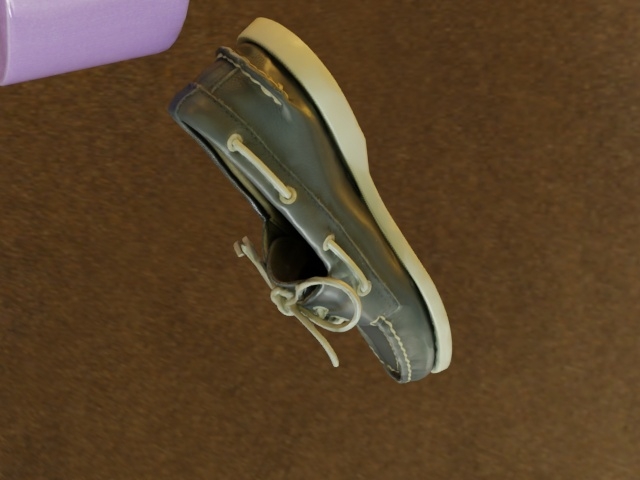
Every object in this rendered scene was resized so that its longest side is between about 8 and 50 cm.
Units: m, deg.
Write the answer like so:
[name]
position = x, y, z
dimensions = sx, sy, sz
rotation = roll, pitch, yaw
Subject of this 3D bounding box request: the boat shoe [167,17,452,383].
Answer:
[boat shoe]
position = 0.000, 0.000, 0.718
dimensions = 0.079, 0.095, 0.254
rotation = -41, 135, -14

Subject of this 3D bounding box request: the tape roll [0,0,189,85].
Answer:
[tape roll]
position = -0.148, -0.219, 0.652
dimensions = 0.090, 0.275, 0.274
rotation = -15, 104, -18
